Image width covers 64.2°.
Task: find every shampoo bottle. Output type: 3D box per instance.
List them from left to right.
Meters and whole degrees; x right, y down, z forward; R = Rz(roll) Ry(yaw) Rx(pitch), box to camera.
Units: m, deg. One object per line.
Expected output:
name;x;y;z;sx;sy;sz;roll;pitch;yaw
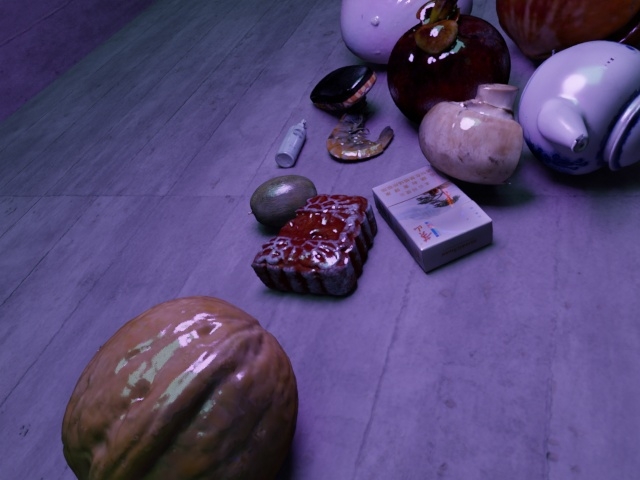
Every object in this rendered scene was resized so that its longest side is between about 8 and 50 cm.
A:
shampoo bottle;-0.073;-0.280;1.413;0.056;0.056;0.195;-2;45;21

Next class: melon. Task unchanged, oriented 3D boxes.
melon;-0.089;-0.090;1.171;0.168;0.114;0.114;-21;41;1

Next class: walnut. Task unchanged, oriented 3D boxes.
walnut;-0.192;0.245;0.728;0.333;0.332;0.332;-12;42;11

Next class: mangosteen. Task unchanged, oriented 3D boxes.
mangosteen;0.298;-0.411;1.228;0.298;0.293;0.296;-2;86;31

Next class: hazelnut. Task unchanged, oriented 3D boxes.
hazelnut;0.675;-0.651;1.290;0.402;0.402;0.429;-36;48;-16

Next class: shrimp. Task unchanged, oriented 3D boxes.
shrimp;0.123;-0.311;1.374;0.169;0.058;0.295;10;51;18

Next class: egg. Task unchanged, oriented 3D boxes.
egg;0.219;-0.685;1.534;0.340;0.354;0.354;-44;42;4

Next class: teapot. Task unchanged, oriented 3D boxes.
teapot;0.539;-0.236;0.971;0.424;0.252;0.280;-20;45;-36

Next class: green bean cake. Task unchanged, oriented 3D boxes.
green bean cake;0.000;0.000;1.048;0.199;0.097;0.232;6;48;28

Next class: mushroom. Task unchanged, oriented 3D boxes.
mushroom;0.301;-0.227;1.049;0.189;0.194;0.253;7;23;-4

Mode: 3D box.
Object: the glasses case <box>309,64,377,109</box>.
glasses case;0.057;-0.431;1.443;0.122;0.082;0.321;-44;23;-4

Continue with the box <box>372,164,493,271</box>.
box;0.221;-0.053;1.038;0.150;0.067;0.233;-25;41;-4
